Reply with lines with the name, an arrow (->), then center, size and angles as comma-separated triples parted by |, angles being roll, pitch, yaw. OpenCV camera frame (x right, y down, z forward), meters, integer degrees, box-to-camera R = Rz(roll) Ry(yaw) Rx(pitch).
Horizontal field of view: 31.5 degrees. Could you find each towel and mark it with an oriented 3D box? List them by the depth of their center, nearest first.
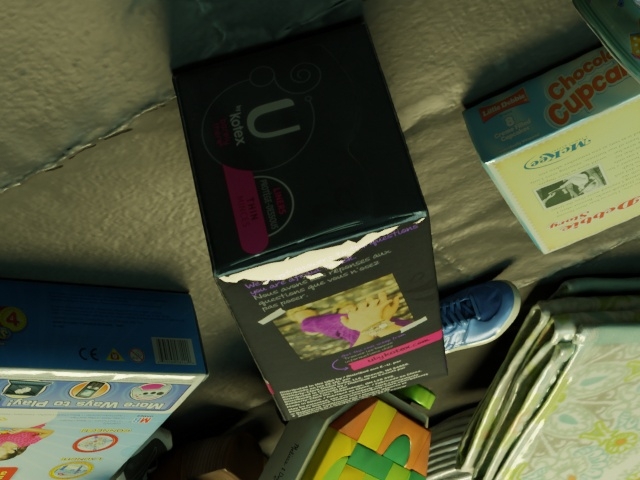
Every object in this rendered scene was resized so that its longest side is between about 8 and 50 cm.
towel -> 0.368, 0.172, 1.317 | 0.375, 0.090, 0.320 | 1, 134, -20

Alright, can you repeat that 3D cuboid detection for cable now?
cable -> 0.204, 0.309, 1.519 | 0.257, 0.089, 0.257 | -24, 149, 14

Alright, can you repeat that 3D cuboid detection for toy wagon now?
toy wagon -> 0.042, 0.271, 1.245 | 0.267, 0.068, 0.344 | -62, 146, -8

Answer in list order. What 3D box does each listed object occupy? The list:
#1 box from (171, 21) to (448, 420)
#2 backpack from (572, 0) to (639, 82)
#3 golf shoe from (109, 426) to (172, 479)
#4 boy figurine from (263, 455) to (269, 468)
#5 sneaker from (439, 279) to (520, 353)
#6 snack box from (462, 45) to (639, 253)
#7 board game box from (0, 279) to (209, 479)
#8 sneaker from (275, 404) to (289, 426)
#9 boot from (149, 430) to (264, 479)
box -> 0.000, 0.000, 0.833 | 0.143, 0.165, 0.270 | -16, 150, 0
backpack -> 0.239, -0.155, 0.686 | 0.144, 0.165, 0.188 | -41, 140, 21
golf shoe -> -0.230, 0.260, 1.251 | 0.094, 0.077, 0.198 | 7, 144, -34
boy figurine -> -0.109, 0.334, 1.399 | 0.177, 0.092, 0.285 | -24, 167, -44
sneaker -> 0.121, 0.081, 1.131 | 0.152, 0.058, 0.085 | -27, 157, 31
snack box -> 0.293, -0.106, 0.896 | 0.322, 0.060, 0.187 | -24, 149, 14
board game box -> -0.307, 0.149, 1.019 | 0.308, 0.086, 0.302 | 7, 143, -33
sneaker -> -0.001, 0.196, 1.280 | 0.053, 0.059, 0.144 | 2, 146, 37
boot -> -0.191, 0.335, 1.231 | 0.220, 0.283, 0.109 | -25, 121, 31
